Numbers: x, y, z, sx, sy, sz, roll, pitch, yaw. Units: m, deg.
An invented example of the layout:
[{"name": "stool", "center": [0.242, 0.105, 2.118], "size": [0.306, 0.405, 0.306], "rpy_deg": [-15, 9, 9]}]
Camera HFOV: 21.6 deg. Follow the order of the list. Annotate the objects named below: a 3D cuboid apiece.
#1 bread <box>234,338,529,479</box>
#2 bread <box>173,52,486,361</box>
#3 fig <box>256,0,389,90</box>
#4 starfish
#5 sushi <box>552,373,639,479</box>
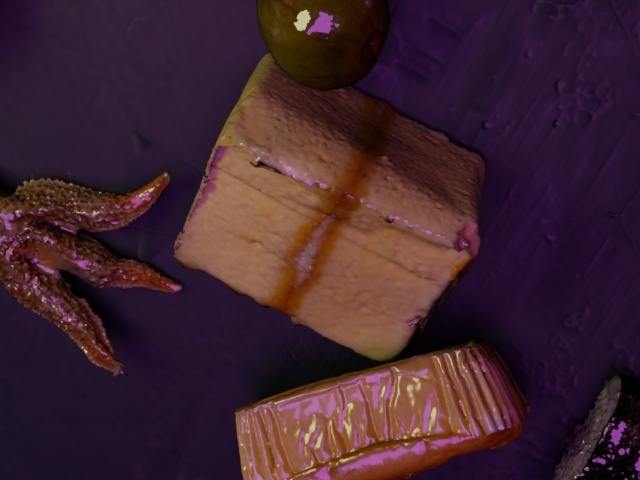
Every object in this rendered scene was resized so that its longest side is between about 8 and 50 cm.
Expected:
[{"name": "bread", "center": [0.058, 0.181, 1.655], "size": [0.288, 0.152, 0.119], "rpy_deg": [-17, 88, 12]}, {"name": "bread", "center": [0.000, 0.000, 1.587], "size": [0.263, 0.198, 0.236], "rpy_deg": [27, 116, 0]}, {"name": "fig", "center": [-0.046, -0.221, 1.574], "size": [0.236, 0.124, 0.124], "rpy_deg": [21, 111, 25]}, {"name": "starfish", "center": [-0.286, 0.023, 1.679], "size": [0.293, 0.084, 0.302], "rpy_deg": [17, 105, 3]}, {"name": "sushi", "center": [0.290, 0.211, 1.665], "size": [0.078, 0.090, 0.150], "rpy_deg": [26, 107, -6]}]
